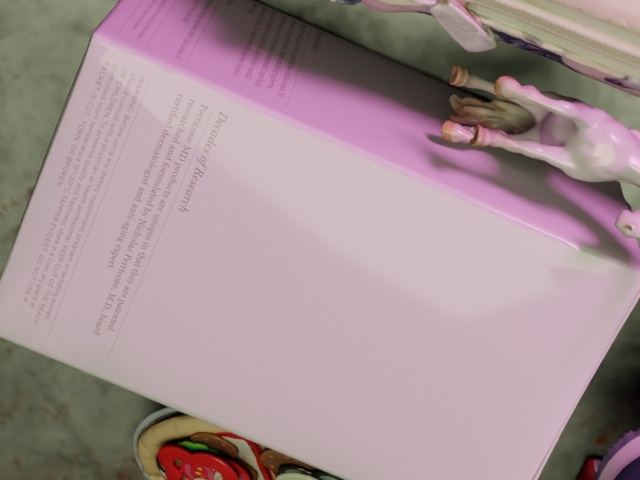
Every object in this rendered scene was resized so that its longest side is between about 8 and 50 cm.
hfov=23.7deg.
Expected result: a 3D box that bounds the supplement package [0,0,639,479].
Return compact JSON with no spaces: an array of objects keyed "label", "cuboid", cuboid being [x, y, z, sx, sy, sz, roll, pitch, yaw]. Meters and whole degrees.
[{"label":"supplement package","cuboid":[0.000,0.000,0.825,0.293,0.177,0.175,23,112,-4]}]

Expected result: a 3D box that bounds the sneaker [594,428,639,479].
[{"label":"sneaker","cuboid":[0.296,0.120,0.768,0.319,0.131,0.112,-26,107,14]}]

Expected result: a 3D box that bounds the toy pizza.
[{"label":"toy pizza","cuboid":[-0.021,0.160,0.917,0.201,0.032,0.201,14,146,10]}]

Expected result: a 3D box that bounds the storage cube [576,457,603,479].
[{"label":"storage cube","cuboid":[0.216,0.278,0.920,0.215,0.184,0.193,20,112,-3]}]

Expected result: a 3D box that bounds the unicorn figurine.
[{"label":"unicorn figurine","cuboid":[0.121,-0.045,0.739,0.111,0.162,0.060,17,116,-15]}]

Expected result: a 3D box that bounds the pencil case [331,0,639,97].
[{"label":"pencil case","cuboid":[0.210,-0.119,0.738,0.410,0.160,0.183,22,71,3]}]
